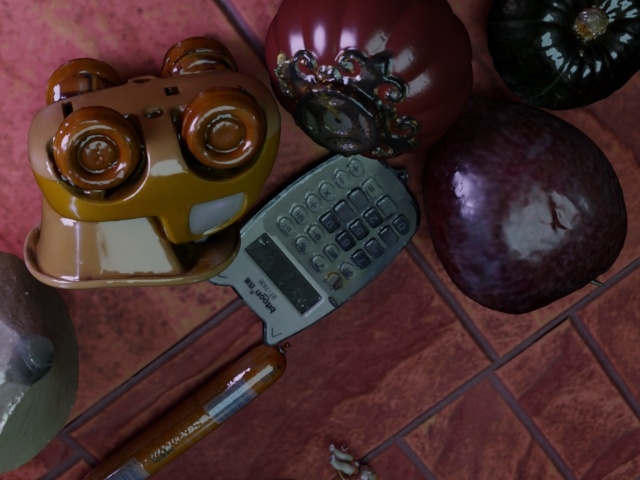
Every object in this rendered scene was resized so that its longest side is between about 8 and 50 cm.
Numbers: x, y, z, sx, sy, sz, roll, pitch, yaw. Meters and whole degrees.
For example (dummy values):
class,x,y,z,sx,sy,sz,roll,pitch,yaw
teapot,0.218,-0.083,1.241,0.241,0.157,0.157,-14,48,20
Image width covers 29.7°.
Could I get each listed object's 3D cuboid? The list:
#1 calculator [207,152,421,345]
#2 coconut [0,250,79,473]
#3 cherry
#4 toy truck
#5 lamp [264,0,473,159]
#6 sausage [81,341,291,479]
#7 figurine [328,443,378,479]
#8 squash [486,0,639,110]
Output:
class,x,y,z,sx,sy,sz,roll,pitch,yaw
calculator,0.000,0.000,1.457,0.268,0.040,0.177,-37,120,4
coconut,-0.380,0.139,1.297,0.244,0.239,0.239,-19,128,37
cherry,0.233,-0.041,1.414,0.230,0.203,0.300,-32,108,11
toy truck,-0.182,-0.082,1.270,0.288,0.204,0.211,-10,121,-11
lamp,0.054,-0.194,1.287,0.227,0.227,0.227,-7,118,-13
sausage,-0.174,0.237,1.521,0.348,0.053,0.053,-37,120,5
figurine,0.037,0.306,1.616,0.047,0.064,0.109,-20,138,22
squash,0.284,-0.239,1.353,0.193,0.156,0.193,-7,103,-33
